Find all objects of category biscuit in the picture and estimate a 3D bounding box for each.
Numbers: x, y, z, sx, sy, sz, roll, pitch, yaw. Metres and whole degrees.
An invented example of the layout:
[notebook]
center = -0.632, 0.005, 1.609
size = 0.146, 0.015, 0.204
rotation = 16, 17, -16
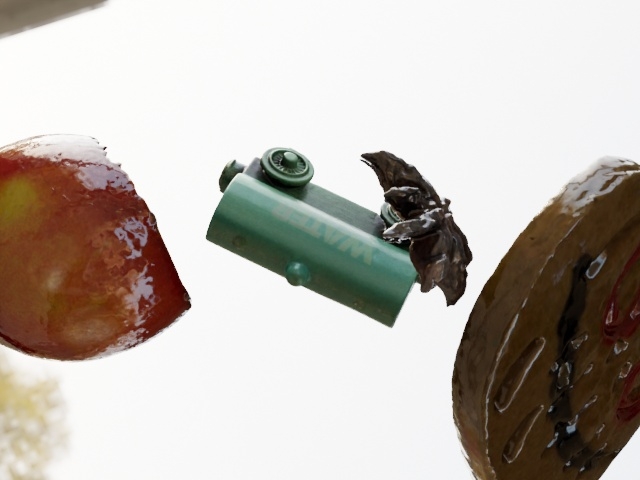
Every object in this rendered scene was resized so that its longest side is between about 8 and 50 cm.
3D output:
[biscuit]
center = 0.234, 0.084, 1.435
size = 0.063, 0.314, 0.367
rotation = 33, -21, 33

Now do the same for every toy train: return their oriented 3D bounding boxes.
[toy train]
center = 0.000, 0.000, 1.684
size = 0.248, 0.159, 0.101
rotation = 26, -55, 6

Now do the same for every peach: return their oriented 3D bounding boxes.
[peach]
center = -0.204, 0.005, 1.428
size = 0.226, 0.196, 0.190
rotation = 4, -83, 22

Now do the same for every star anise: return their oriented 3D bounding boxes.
[star anise]
center = 0.082, -0.013, 1.315
size = 0.141, 0.042, 0.141
rotation = 54, 17, -25
